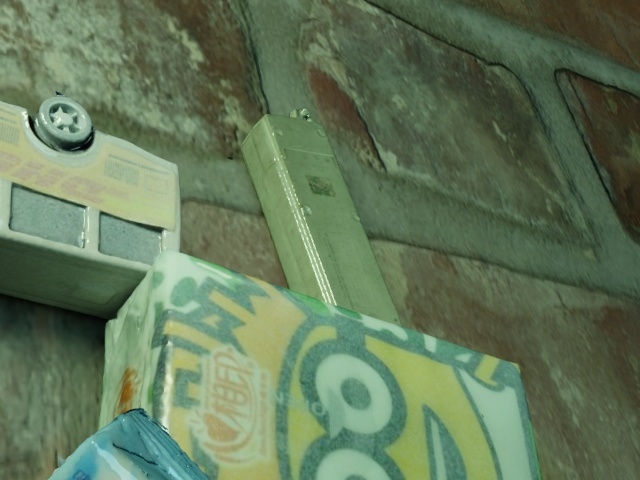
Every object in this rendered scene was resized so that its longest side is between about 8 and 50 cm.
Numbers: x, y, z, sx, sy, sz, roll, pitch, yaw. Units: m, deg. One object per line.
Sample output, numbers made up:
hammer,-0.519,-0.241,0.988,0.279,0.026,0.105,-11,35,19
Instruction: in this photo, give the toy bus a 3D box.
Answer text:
toy bus,-0.261,-0.042,0.720,0.342,0.097,0.138,16,52,-32

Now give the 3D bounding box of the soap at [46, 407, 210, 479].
soap,-0.138,0.227,0.499,0.156,0.077,0.293,41,73,6

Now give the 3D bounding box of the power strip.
power strip,0.000,0.000,0.939,0.078,0.052,0.272,5,52,-38

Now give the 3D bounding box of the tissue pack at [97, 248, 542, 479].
tissue pack,0.004,0.162,0.726,0.310,0.128,0.228,21,43,-25
